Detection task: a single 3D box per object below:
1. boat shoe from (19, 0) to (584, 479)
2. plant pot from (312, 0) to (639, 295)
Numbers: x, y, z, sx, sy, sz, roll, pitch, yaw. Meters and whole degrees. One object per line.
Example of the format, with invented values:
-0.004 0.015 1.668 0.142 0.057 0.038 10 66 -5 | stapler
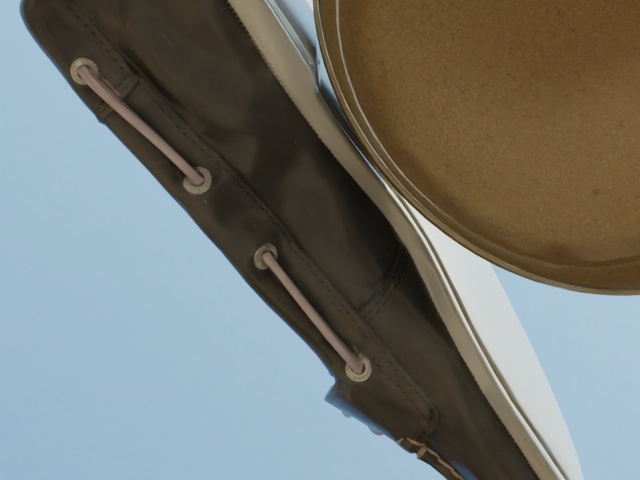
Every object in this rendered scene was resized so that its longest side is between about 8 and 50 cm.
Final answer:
0.000 0.000 0.838 0.095 0.112 0.335 -28 -69 15 | boat shoe
0.102 -0.084 0.838 0.236 0.032 0.236 7 -112 -19 | plant pot
